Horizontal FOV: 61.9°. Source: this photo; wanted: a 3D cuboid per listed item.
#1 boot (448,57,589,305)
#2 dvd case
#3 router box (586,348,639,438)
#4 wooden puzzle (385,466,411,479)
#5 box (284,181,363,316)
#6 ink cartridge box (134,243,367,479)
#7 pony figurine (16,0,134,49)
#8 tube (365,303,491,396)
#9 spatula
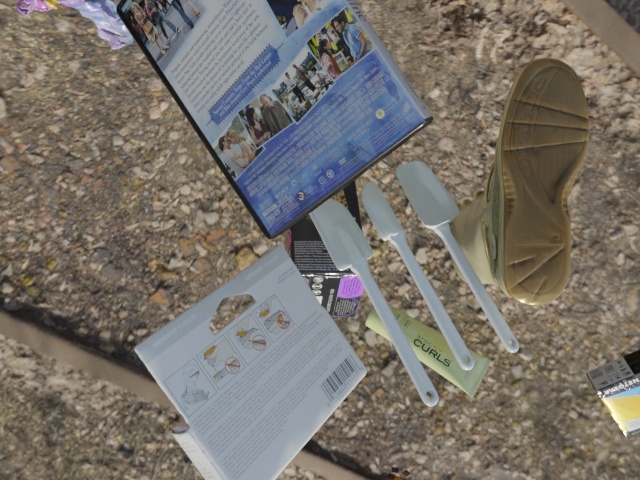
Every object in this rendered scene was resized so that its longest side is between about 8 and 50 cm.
[{"bbox_3d":[0.224,-0.065,0.646,0.095,0.203,0.261,2,91,-4],"label":"boot"},{"bbox_3d":[-0.051,-0.147,0.430,0.180,0.022,0.253,-35,89,35],"label":"dvd case"},{"bbox_3d":[0.534,0.224,0.834,0.179,0.046,0.133,-32,113,20],"label":"router box"},{"bbox_3d":[0.106,0.335,0.708,0.049,0.083,0.006,12,111,24],"label":"wooden puzzle"},{"bbox_3d":[0.000,0.000,1.072,0.144,0.270,0.165,1,142,-7],"label":"box"},{"bbox_3d":[-0.087,0.172,0.730,0.060,0.275,0.238,-30,95,48],"label":"ink cartridge box"},{"bbox_3d":[-0.453,-0.472,0.859,0.364,0.303,0.350,22,102,-29],"label":"pony figurine"},{"bbox_3d":[0.203,0.198,1.027,0.240,0.062,0.070,31,93,19],"label":"tube"},{"bbox_3d":[0.107,0.033,0.567,0.168,0.019,0.242,-21,73,-28],"label":"spatula"}]
